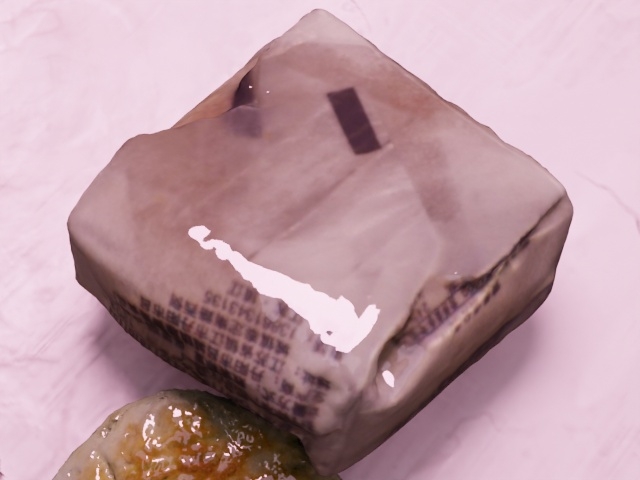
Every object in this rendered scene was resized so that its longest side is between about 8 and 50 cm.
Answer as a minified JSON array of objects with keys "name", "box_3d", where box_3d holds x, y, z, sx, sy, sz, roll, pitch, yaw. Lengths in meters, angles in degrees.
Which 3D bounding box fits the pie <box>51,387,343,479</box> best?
[{"name":"pie","box_3d":[-0.078,0.210,0.833,0.241,0.054,0.240,2,70,-6]}]

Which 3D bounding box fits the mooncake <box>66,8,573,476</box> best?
[{"name":"mooncake","box_3d":[0.000,0.004,0.875,0.254,0.136,0.250,38,61,17]}]
